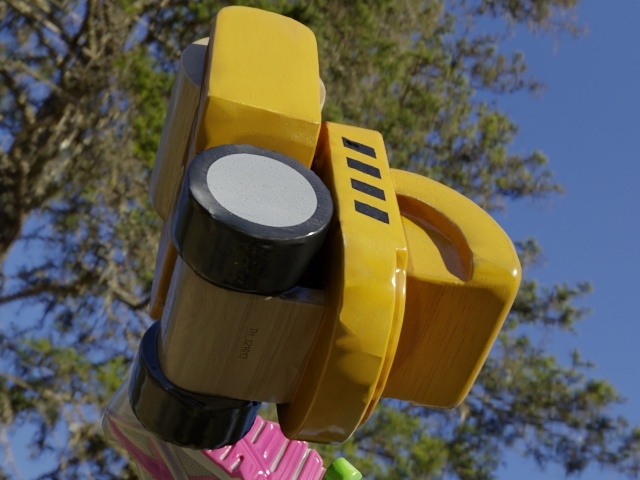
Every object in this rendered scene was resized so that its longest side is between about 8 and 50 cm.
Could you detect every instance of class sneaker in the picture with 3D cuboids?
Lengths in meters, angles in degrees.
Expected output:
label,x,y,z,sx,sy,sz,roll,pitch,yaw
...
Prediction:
label,x,y,z,sx,sy,sz,roll,pitch,yaw
sneaker,-0.088,0.198,1.003,0.252,0.103,0.111,50,-53,-3

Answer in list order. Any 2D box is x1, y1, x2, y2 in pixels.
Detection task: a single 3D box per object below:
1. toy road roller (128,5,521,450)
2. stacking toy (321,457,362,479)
label,x,y,z,sx,sy,sz,roll,pitch,yaw
toy road roller,0.000,0.000,0.845,0.240,0.330,0.203,11,-53,-13
stacking toy,0.067,0.261,0.805,0.167,0.052,0.221,35,-36,32
